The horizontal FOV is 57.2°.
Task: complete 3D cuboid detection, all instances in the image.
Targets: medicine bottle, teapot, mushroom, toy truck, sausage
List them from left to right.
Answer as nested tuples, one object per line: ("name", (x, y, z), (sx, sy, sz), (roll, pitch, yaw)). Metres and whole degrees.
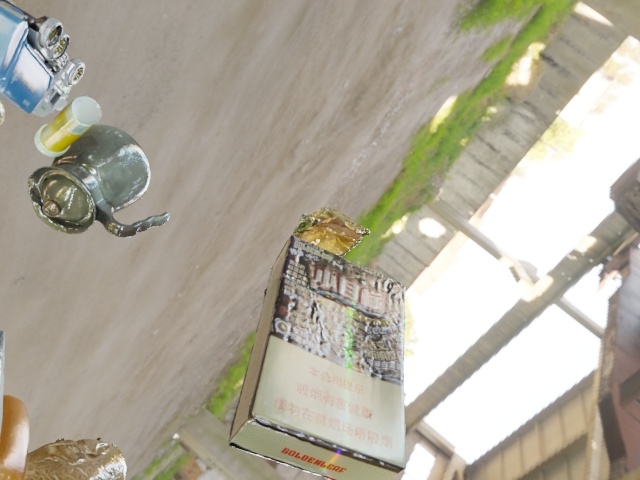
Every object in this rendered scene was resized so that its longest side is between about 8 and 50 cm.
("sausage", (-0.678, 0.430, 1.262), (0.098, 0.098, 0.238), (-53, -145, 17))
("toy truck", (-0.583, -0.357, 1.129), (0.175, 0.146, 0.367), (-59, -174, -7))
("medicine bottle", (-0.536, -0.241, 1.247), (0.218, 0.074, 0.074), (-14, -156, 47))
("mushroom", (-0.586, 0.570, 1.377), (0.285, 0.151, 0.156), (3, 107, -37))
("teapot", (-0.557, -0.107, 1.449), (0.223, 0.305, 0.285), (-26, -161, 31))

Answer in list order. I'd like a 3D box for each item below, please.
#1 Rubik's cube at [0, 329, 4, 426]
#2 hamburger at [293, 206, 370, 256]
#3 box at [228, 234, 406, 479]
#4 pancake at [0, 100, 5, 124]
("Rubik's cube", (-0.663, 0.287, 1.008), (0.207, 0.205, 0.205), (-144, -120, -62))
("hamburger", (0.000, -0.007, 1.081), (0.176, 0.102, 0.087), (-35, -179, 33))
("box", (0.011, 0.153, 0.788), (0.084, 0.198, 0.310), (-56, -164, 38))
("pancake", (-1.058, -0.387, 1.580), (0.387, 0.386, 0.082), (82, 7, -80))
